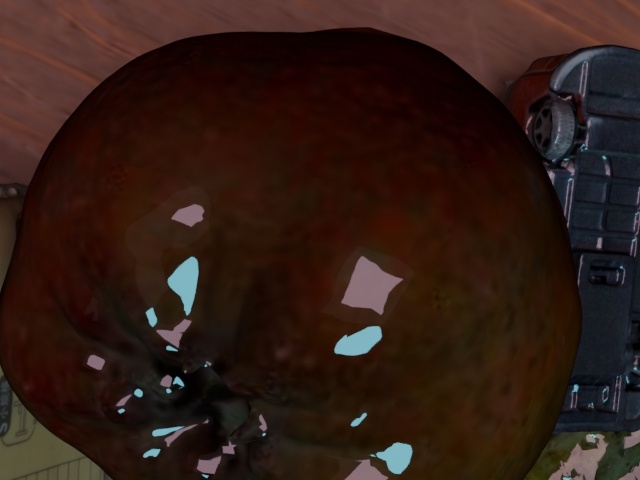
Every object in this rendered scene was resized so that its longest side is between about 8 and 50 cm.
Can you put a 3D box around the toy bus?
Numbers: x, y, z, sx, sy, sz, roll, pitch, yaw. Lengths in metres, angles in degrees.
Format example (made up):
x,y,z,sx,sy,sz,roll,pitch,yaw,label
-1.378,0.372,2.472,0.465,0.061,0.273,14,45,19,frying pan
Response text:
x,y,z,sx,sy,sz,roll,pitch,yaw,label
0.116,-0.001,0.519,0.079,0.077,0.174,4,93,-21,toy bus

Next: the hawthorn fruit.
x,y,z,sx,sy,sz,roll,pitch,yaw,label
0.000,0.000,0.438,0.208,0.248,0.208,10,125,14,hawthorn fruit

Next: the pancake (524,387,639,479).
x,y,z,sx,sy,sz,roll,pitch,yaw,label
0.197,0.180,0.562,0.253,0.037,0.254,0,95,-6,pancake

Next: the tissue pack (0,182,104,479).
x,y,z,sx,sy,sz,roll,pitch,yaw,label
-0.163,0.086,0.450,0.090,0.186,0.222,7,97,29,tissue pack
